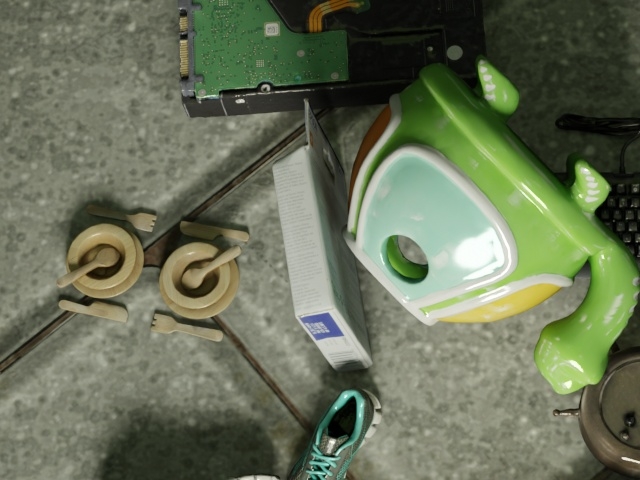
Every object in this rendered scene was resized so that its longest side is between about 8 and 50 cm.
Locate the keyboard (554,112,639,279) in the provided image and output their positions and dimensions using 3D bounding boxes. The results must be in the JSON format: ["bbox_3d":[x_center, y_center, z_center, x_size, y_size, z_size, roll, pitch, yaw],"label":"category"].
[{"bbox_3d":[0.323,-0.056,1.781,0.317,0.033,0.201,0,70,5],"label":"keyboard"}]

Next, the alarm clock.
[{"bbox_3d":[0.343,0.182,1.680,0.192,0.064,0.129,33,76,12],"label":"alarm clock"}]

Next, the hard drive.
[{"bbox_3d":[0.011,-0.263,1.867,0.339,0.064,0.236,-5,70,3],"label":"hard drive"}]

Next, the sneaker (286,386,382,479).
[{"bbox_3d":[0.005,0.217,1.688,0.065,0.076,0.166,21,74,13],"label":"sneaker"}]

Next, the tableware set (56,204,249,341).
[{"bbox_3d":[-0.184,0.029,1.793,0.194,0.039,0.128,11,72,9],"label":"tableware set"}]

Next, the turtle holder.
[{"bbox_3d":[0.170,-0.017,1.673,0.227,0.243,0.320,-44,112,8],"label":"turtle holder"}]

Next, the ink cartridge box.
[{"bbox_3d":[0.000,0.000,1.689,0.045,0.223,0.224,-10,69,8],"label":"ink cartridge box"}]

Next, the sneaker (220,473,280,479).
[{"bbox_3d":[-0.131,0.288,1.682,0.191,0.071,0.082,-8,76,3],"label":"sneaker"}]
